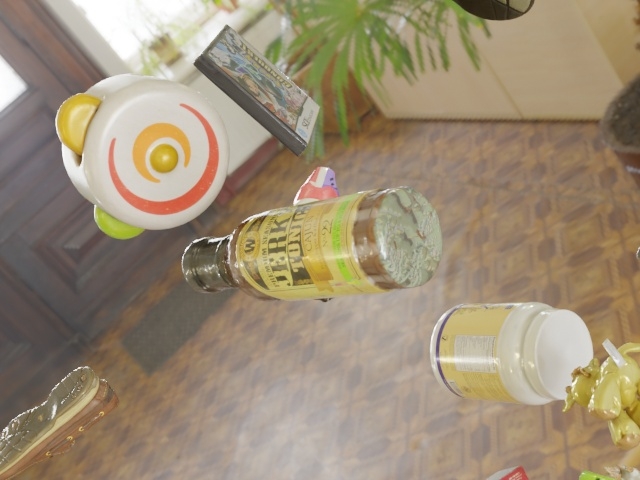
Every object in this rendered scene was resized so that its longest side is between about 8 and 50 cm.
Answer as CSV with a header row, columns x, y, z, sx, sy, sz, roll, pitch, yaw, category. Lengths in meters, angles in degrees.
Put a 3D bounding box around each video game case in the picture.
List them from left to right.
x,y,z,sx,sy,sz,roll,pitch,yaw,category
-0.121,-0.314,1.847,0.035,0.275,0.248,-43,15,24,video game case

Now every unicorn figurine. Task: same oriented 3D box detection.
x,y,z,sx,sy,sz,roll,pitch,yaw,category
0.583,0.435,1.576,0.162,0.111,0.060,37,89,26,unicorn figurine

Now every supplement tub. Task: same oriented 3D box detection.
x,y,z,sx,sy,sz,roll,pitch,yaw,category
0.451,0.267,2.148,0.331,0.241,0.241,-7,39,53,supplement tub

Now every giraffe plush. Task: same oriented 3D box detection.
x,y,z,sx,sy,sz,roll,pitch,yaw,category
0.567,0.304,1.787,0.181,0.210,0.170,-19,-8,-23,giraffe plush

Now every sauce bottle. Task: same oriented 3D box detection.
x,y,z,sx,sy,sz,roll,pitch,yaw,category
-0.028,0.016,1.014,0.344,0.111,0.111,-11,36,44,sauce bottle

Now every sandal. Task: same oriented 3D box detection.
x,y,z,sx,sy,sz,roll,pitch,yaw,category
0.263,-0.507,1.689,0.120,0.303,0.086,109,-178,-62,sandal

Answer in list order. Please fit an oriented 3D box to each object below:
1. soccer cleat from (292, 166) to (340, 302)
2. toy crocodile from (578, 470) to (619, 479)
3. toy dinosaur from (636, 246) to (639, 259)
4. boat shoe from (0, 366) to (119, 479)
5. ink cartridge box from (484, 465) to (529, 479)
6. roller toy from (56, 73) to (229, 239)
x,y,z,sx,sy,sz,roll,pitch,yaw,category
0.000,0.000,1.647,0.109,0.318,0.116,11,56,9,soccer cleat
0.491,0.502,1.567,0.115,0.340,0.105,19,55,27,toy crocodile
0.584,0.114,1.339,0.200,0.127,0.295,-4,52,18,toy dinosaur
-0.299,0.215,0.995,0.178,0.060,0.064,-39,34,8,boat shoe
0.336,0.508,1.589,0.127,0.175,0.072,-21,-10,-35,ink cartridge box
-0.222,-0.116,1.150,0.191,0.209,0.146,-32,27,-20,roller toy
